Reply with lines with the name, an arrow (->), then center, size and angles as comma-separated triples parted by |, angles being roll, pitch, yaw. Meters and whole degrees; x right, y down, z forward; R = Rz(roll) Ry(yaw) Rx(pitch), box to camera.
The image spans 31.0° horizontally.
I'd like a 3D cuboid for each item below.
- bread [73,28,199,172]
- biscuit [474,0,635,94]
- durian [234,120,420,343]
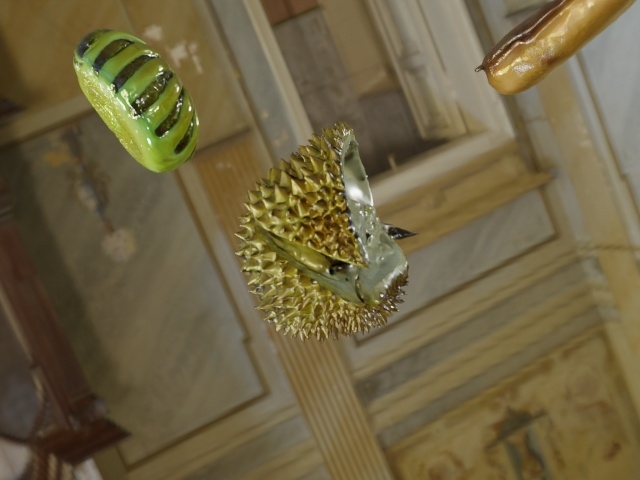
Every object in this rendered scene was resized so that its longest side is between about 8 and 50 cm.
bread -> -0.162, -0.129, 1.042 | 0.071, 0.139, 0.130 | -40, 166, -13
biscuit -> 0.239, -0.210, 0.840 | 0.299, 0.045, 0.154 | -40, 179, 7
durian -> 0.000, 0.000, 1.065 | 0.138, 0.193, 0.237 | -21, 168, 18
